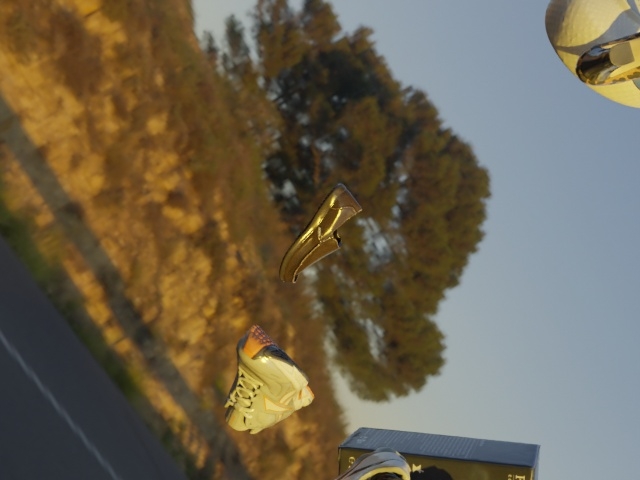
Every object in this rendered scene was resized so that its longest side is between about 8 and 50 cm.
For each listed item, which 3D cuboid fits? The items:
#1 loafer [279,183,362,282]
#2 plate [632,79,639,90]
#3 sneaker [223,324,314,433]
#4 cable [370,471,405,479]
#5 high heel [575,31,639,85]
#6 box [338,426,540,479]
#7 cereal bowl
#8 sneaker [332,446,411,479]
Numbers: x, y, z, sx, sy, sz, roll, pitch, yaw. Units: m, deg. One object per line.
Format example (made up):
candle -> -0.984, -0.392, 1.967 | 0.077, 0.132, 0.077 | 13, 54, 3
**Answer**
loafer -> 0.000, 0.000, 1.941 | 0.078, 0.220, 0.080 | 35, 16, 1
plate -> 0.654, -0.320, 1.860 | 0.024, 0.188, 0.188 | 49, 2, -42
sneaker -> -0.084, 0.209, 1.426 | 0.099, 0.121, 0.262 | 44, -12, 24
cable -> 0.108, 0.401, 1.465 | 0.150, 0.047, 0.184 | -127, -147, -56
high heel -> 0.558, -0.307, 1.699 | 0.186, 0.261, 0.093 | -175, -103, -83
box -> 0.243, 0.565, 2.134 | 0.212, 0.396, 0.293 | -7, 100, -76
cereal bowl -> 0.639, -0.440, 2.110 | 0.339, 0.339, 0.141 | 57, -36, 20
sneaker -> 0.024, 0.489, 1.805 | 0.122, 0.330, 0.146 | 47, -7, -1
